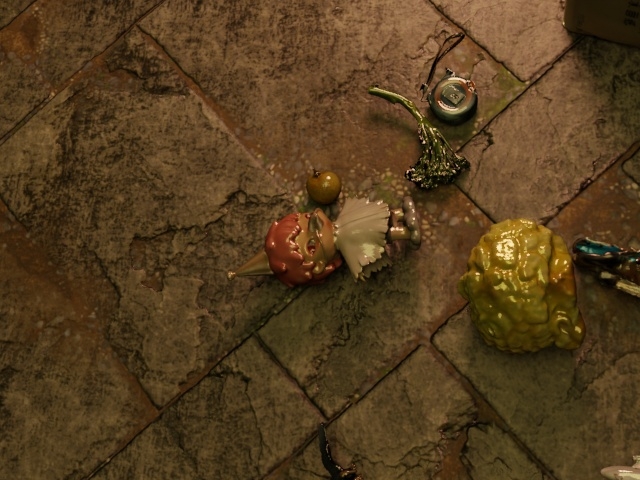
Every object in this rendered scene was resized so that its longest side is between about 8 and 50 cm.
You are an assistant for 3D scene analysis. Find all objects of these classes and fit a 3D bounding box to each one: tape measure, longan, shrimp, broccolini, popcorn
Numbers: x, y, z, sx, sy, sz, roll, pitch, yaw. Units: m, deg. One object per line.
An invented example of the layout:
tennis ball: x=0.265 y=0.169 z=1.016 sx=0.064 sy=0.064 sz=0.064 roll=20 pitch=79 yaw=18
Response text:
tape measure: x=0.267 y=-0.316 z=1.696 sx=0.107 sy=0.179 sz=0.104 roll=39 pitch=70 yaw=20
longan: x=0.005 y=-0.114 z=1.740 sx=0.075 sy=0.083 sz=0.075 roll=-20 pitch=33 yaw=13
shrimp: x=0.688 y=0.027 z=1.541 sx=0.446 sy=0.110 sz=0.221 roll=2 pitch=69 yaw=9
broccolini: x=0.175 y=-0.209 z=1.739 sx=0.123 sy=0.062 sz=0.271 roll=-38 pitch=75 yaw=-16
popcorn: x=0.376 y=0.093 z=1.542 sx=0.252 sy=0.206 sz=0.236 roll=30 pitch=68 yaw=7

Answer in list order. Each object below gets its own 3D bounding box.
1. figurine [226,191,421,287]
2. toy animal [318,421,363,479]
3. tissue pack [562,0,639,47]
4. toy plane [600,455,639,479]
figurine: x=0.000 y=0.000 z=1.666 sx=0.387 sy=0.166 sz=0.206 roll=-10 pitch=56 yaw=6
toy animal: x=0.042 y=0.438 z=1.563 sx=0.062 sy=0.108 sz=0.220 roll=-25 pitch=73 yaw=-1
tissue pack: x=0.624 y=-0.516 z=1.547 sx=0.332 sy=0.405 sz=0.205 roll=18 pitch=82 yaw=17
toy plane: x=0.577 y=0.415 z=1.474 sx=0.171 sy=0.065 sz=0.162 roll=4 pitch=86 yaw=9
